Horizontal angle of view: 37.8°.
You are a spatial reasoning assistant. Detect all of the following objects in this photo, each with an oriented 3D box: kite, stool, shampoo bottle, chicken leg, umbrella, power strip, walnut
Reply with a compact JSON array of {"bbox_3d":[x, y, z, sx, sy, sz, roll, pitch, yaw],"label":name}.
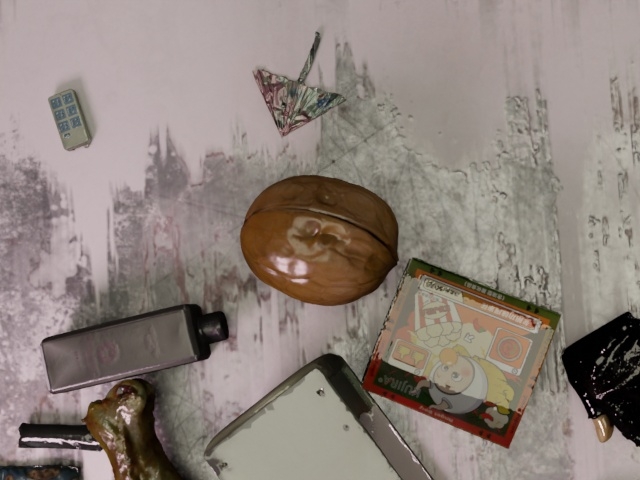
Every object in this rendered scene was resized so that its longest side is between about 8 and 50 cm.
[{"bbox_3d":[-0.030,-0.216,1.295,0.139,0.011,0.156,21,89,5],"label":"kite"},{"bbox_3d":[0.022,0.292,1.137,0.170,0.243,0.269,-38,83,4],"label":"stool"},{"bbox_3d":[-0.246,0.142,1.260,0.246,0.079,0.080,-14,85,5],"label":"shampoo bottle"},{"bbox_3d":[-0.229,0.380,1.217,0.212,0.140,0.361,-31,80,-17],"label":"chicken leg"},{"bbox_3d":[-0.353,0.272,1.291,0.133,0.031,0.036,0,108,7],"label":"umbrella"},{"bbox_3d":[-0.355,-0.170,1.326,0.040,0.016,0.090,-20,84,5],"label":"power strip"},{"bbox_3d":[0.000,0.000,1.202,0.207,0.167,0.167,13,88,6],"label":"walnut"}]

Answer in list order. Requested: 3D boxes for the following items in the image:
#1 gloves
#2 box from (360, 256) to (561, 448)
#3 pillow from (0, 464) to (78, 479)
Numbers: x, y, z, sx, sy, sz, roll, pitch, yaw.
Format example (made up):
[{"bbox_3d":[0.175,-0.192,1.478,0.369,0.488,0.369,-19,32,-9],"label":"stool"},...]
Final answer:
[{"bbox_3d":[0.391,0.192,1.168,0.129,0.106,0.180,-33,79,2],"label":"gloves"},{"bbox_3d":[0.174,0.136,1.177,0.195,0.148,0.177,22,90,8],"label":"box"},{"bbox_3d":[-0.422,0.439,1.289,0.189,0.034,0.255,-2,84,5],"label":"pillow"}]
